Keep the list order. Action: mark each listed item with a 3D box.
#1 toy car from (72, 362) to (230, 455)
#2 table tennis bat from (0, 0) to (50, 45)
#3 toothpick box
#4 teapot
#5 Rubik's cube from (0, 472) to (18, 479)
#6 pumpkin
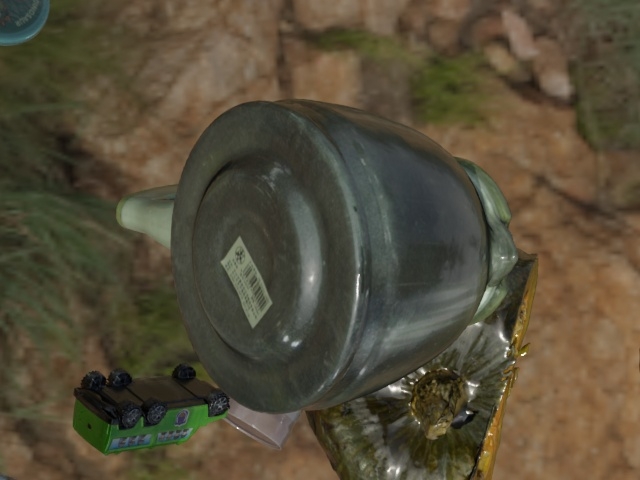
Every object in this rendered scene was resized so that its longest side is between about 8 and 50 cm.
[{"bbox_3d":[-0.165,0.166,1.662,0.165,0.071,0.062,-2,117,-47],"label":"toy car"},{"bbox_3d":[-0.353,-0.268,1.652,0.201,0.033,0.124,39,47,-13],"label":"table tennis bat"},{"bbox_3d":[-0.049,0.156,1.971,0.098,0.098,0.149,42,73,-36],"label":"toothpick box"},{"bbox_3d":[0.008,0.021,1.375,0.239,0.321,0.239,-3,74,-39],"label":"teapot"},{"bbox_3d":[-0.337,0.301,1.369,0.256,0.253,0.259,36,68,-47],"label":"Rubik's cube"},{"bbox_3d":[0.090,0.149,1.773,0.242,0.232,0.325,1,101,-81],"label":"pumpkin"}]
